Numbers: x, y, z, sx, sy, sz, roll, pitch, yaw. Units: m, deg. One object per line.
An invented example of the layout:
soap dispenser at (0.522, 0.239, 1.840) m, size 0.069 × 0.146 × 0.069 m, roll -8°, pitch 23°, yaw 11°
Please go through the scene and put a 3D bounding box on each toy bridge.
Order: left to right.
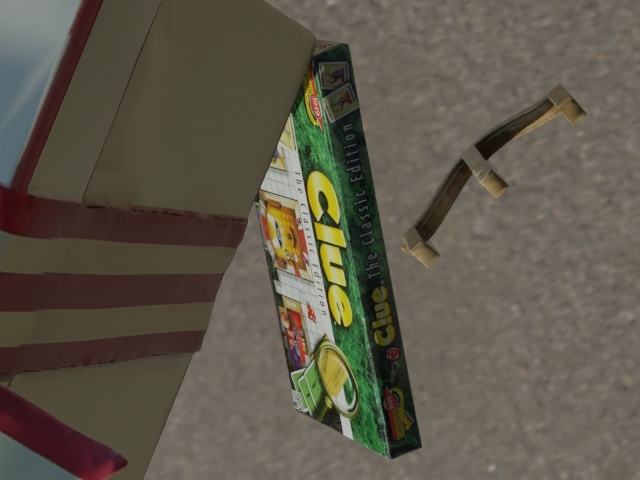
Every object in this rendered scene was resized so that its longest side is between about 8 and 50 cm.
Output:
toy bridge at (0.134, -0.057, 1.517) m, size 0.188 × 0.026 × 0.063 m, roll -44°, pitch 27°, yaw 9°

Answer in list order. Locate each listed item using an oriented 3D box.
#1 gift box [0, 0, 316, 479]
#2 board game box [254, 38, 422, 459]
gift box at (-0.144, -0.030, 0.608) m, size 0.276 × 0.258 × 0.255 m, roll 17°, pitch 91°, yaw 15°
board game box at (0.000, 0.000, 1.168) m, size 0.136 × 0.030 × 0.259 m, roll 15°, pitch 120°, yaw 60°
